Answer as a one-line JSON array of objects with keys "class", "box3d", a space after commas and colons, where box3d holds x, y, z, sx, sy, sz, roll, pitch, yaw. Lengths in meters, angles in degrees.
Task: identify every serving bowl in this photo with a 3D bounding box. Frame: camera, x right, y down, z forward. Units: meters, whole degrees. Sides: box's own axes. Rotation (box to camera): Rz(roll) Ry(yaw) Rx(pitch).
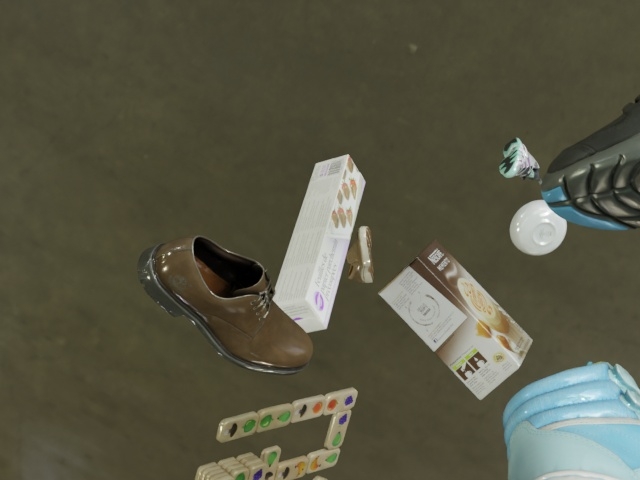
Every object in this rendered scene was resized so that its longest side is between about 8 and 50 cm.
[{"class": "serving bowl", "box3d": [0.313, -0.014, 1.594, 0.083, 0.027, 0.083, -4, 112, -10]}]

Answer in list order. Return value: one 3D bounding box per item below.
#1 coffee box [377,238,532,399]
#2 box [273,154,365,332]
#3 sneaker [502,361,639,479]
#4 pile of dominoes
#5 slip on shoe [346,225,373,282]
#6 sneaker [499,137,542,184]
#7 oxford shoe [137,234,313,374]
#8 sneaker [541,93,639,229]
[{"class": "coffee box", "box3d": [0.231, 0.130, 1.899, 0.246, 0.141, 0.098, 46, 112, 3]}, {"class": "box", "box3d": [0.000, 0.000, 1.661, 0.067, 0.324, 0.063, -15, 127, 27]}, {"class": "sneaker", "box3d": [0.289, 0.202, 0.922, 0.319, 0.208, 0.127, 24, 122, -17]}, {"class": "pile of dominoes", "box3d": [-0.052, 0.295, 1.392, 0.040, 0.251, 0.196, 30, 114, 39]}, {"class": "slip on shoe", "box3d": [0.061, 0.024, 1.777, 0.041, 0.051, 0.135, 1, 151, 6]}, {"class": "sneaker", "box3d": [0.294, -0.102, 1.613, 0.069, 0.098, 0.038, 44, 124, -13]}, {"class": "oxford shoe", "box3d": [-0.079, 0.072, 1.182, 0.096, 0.083, 0.227, -25, 132, 37]}, {"class": "sneaker", "box3d": [0.368, -0.122, 1.073, 0.341, 0.139, 0.125, -24, 139, 18]}]
